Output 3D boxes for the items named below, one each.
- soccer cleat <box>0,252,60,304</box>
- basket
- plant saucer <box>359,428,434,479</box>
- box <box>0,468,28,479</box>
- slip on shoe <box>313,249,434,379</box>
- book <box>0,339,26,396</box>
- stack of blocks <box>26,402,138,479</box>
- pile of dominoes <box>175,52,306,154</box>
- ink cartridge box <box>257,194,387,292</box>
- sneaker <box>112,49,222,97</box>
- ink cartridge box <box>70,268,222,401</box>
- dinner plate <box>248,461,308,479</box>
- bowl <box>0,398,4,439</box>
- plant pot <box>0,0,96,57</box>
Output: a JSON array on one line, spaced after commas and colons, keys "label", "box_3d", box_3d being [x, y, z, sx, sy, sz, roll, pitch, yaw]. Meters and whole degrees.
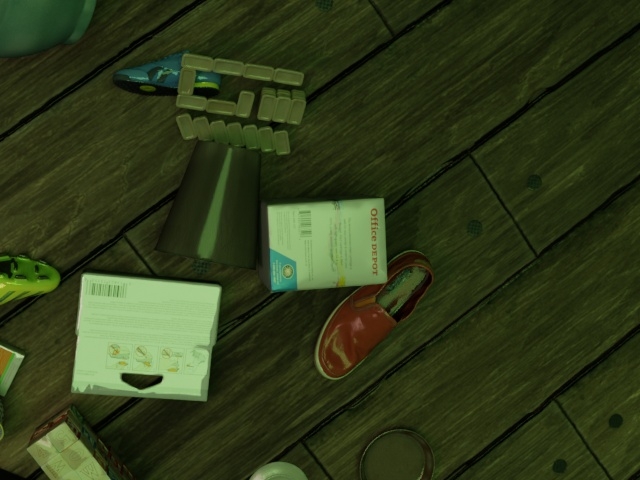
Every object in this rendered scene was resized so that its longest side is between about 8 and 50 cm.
[{"label": "soccer cleat", "box_3d": [-0.643, 0.100, 1.674, 0.289, 0.093, 0.121, -7, 126, -25]}, {"label": "basket", "box_3d": [-0.202, -0.072, 1.721, 0.205, 0.154, 0.226, 11, 90, -19]}, {"label": "plant saucer", "box_3d": [0.164, 0.487, 1.910, 0.169, 0.029, 0.168, -1, 95, -11]}, {"label": "box", "box_3d": [-0.608, 0.552, 1.725, 0.158, 0.093, 0.156, 28, 90, -14]}, {"label": "slip on shoe", "box_3d": [0.111, 0.155, 1.830, 0.331, 0.101, 0.123, -46, 104, -3]}, {"label": "book", "box_3d": [-0.660, 0.232, 1.714, 0.144, 0.035, 0.096, 27, 93, -13]}, {"label": "stack of blocks", "box_3d": [-0.433, 0.465, 1.713, 0.087, 0.171, 0.297, -36, 101, -6]}, {"label": "pile of dominoes", "box_3d": [-0.158, -0.270, 1.730, 0.251, 0.040, 0.196, 7, 130, -14]}, {"label": "ink cartridge box", "box_3d": [0.000, 0.000, 1.755, 0.233, 0.168, 0.171, -3, 97, -11]}, {"label": "sneaker", "box_3d": [-0.297, -0.328, 1.719, 0.210, 0.069, 0.082, 0, 81, -11]}, {"label": "ink cartridge box", "box_3d": [-0.346, 0.189, 1.760, 0.275, 0.060, 0.238, 6, 95, -13]}, {"label": "dinner plate", "box_3d": [-0.090, 0.539, 1.871, 0.141, 0.017, 0.141, -2, 98, -12]}, {"label": "bowl", "box_3d": [-0.669, 0.309, 1.681, 0.170, 0.080, 0.170, 8, 136, 7]}, {"label": "plant pot", "box_3d": [-0.518, -0.454, 1.567, 0.196, 0.293, 0.292, 8, 95, -39]}]
